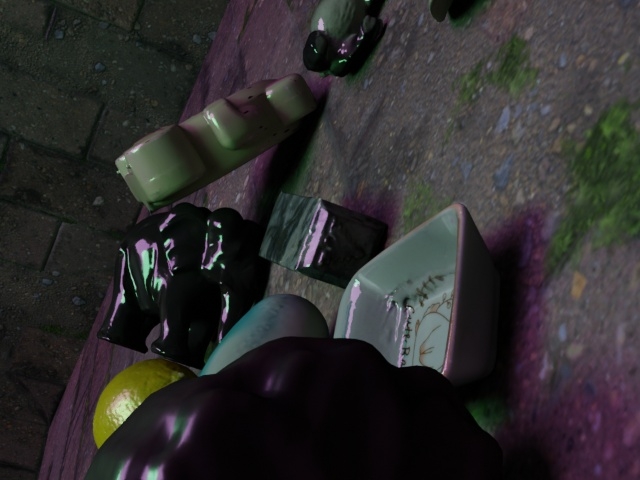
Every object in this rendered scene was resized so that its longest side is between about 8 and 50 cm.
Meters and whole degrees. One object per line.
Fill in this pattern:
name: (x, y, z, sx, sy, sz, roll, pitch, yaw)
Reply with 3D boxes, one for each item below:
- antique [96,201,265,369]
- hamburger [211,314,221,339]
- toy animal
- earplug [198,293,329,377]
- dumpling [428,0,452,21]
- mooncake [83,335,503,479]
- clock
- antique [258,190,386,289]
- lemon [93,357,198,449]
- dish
antique: (-0.228, 0.068, 1.343, 0.322, 0.185, 0.255, 9, 73, 41)
hamburger: (-0.199, 0.136, 1.452, 0.083, 0.044, 0.076, -66, 17, 7)
toy animal: (0.042, -0.336, 1.192, 0.121, 0.094, 0.225, 154, 132, -76)
earplug: (-0.074, 0.209, 0.871, 0.185, 0.185, 0.324, -18, 48, 67)
dumpling: (0.142, -0.328, 0.883, 0.150, 0.092, 0.176, -97, 31, -58)
mooncake: (-0.005, 0.195, 0.490, 0.141, 0.283, 0.283, -41, 35, 56)
clock: (-0.172, -0.165, 1.343, 0.309, 0.114, 0.284, -32, 10, -14)
antique: (0.000, 0.000, 0.967, 0.088, 0.086, 0.183, -71, 19, 0)
lemon: (-0.253, 0.269, 1.269, 0.203, 0.178, 0.178, -58, 22, 28)
dish: (0.075, 0.081, 0.709, 0.234, 0.064, 0.154, -38, 37, 56)
